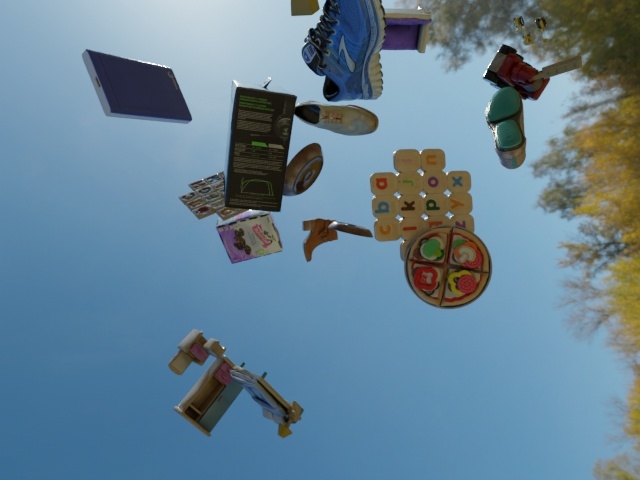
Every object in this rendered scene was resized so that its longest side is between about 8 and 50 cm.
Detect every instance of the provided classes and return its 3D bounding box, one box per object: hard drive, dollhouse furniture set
[{"bbox_3d":[-0.585,-0.493,1.453,0.319,0.040,0.210,-17,-97,-59],"label":"hard drive"},{"bbox_3d":[-0.248,0.428,1.196,0.198,0.304,0.286,-52,-54,-28],"label":"dollhouse furniture set"}]

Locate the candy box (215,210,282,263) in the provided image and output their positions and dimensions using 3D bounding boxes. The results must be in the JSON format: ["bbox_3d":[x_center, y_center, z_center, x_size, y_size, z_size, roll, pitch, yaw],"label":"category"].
[{"bbox_3d":[-0.250,-0.020,1.586,0.070,0.197,0.164,-98,-7,-58],"label":"candy box"}]

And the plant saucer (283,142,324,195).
[{"bbox_3d":[-0.049,-0.211,1.390,0.036,0.198,0.199,38,-139,16],"label":"plant saucer"}]

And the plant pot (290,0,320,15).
[{"bbox_3d":[-0.057,-0.831,1.532,0.081,0.081,0.083,-60,-29,-44],"label":"plant pot"}]

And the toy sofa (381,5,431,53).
[{"bbox_3d":[0.225,-0.790,1.675,0.177,0.363,0.150,-96,7,-51],"label":"toy sofa"}]

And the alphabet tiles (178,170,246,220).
[{"bbox_3d":[-0.288,-0.174,1.504,0.343,0.285,0.011,-27,-47,-24],"label":"alphabet tiles"}]

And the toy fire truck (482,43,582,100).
[{"bbox_3d":[0.697,-0.535,1.438,0.217,0.158,0.246,7,-153,-46],"label":"toy fire truck"}]

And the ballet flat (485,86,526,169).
[{"bbox_3d":[0.542,-0.321,1.292,0.106,0.108,0.315,55,-141,-38],"label":"ballet flat"}]

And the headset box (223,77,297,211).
[{"bbox_3d":[-0.154,-0.242,1.057,0.132,0.246,0.282,4,-70,-15],"label":"headset box"}]

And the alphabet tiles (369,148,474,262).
[{"bbox_3d":[0.258,-0.088,1.117,0.278,0.021,0.283,-5,-89,-16],"label":"alphabet tiles"}]

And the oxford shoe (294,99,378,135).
[{"bbox_3d":[0.060,-0.543,1.996,0.146,0.398,0.140,-38,-44,-60],"label":"oxford shoe"}]

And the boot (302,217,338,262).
[{"bbox_3d":[0.000,0.000,1.927,0.153,0.073,0.196,-2,-73,-9],"label":"boot"}]

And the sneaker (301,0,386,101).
[{"bbox_3d":[0.037,-0.378,0.835,0.330,0.147,0.129,75,177,-60],"label":"sneaker"}]

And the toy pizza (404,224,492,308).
[{"bbox_3d":[0.297,0.060,1.044,0.032,0.202,0.201,25,-126,-71],"label":"toy pizza"}]

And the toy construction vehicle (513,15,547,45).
[{"bbox_3d":[0.637,-0.635,1.349,0.098,0.086,0.035,50,-118,-35],"label":"toy construction vehicle"}]

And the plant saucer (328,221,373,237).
[{"bbox_3d":[0.113,-0.042,1.610,0.169,0.169,0.029,7,-81,-44],"label":"plant saucer"}]
